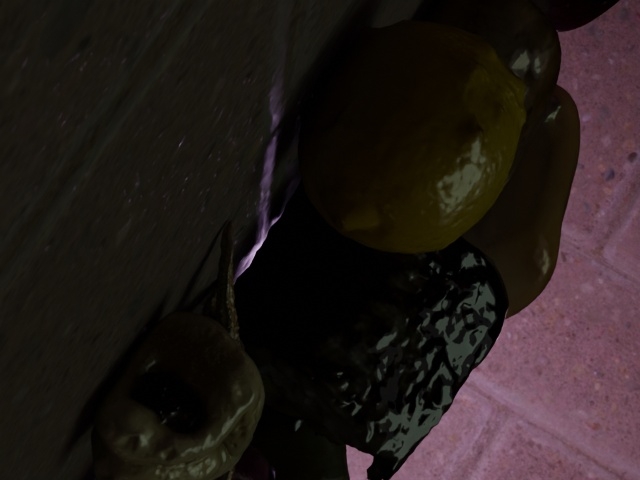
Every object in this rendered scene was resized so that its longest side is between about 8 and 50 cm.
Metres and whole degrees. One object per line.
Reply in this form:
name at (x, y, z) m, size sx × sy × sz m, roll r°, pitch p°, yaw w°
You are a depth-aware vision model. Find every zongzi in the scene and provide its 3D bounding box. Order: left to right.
zongzi at (-0.142, 0.252, 2.067) m, size 0.174 × 0.393 × 0.356 m, roll 18°, pitch 67°, yaw -59°

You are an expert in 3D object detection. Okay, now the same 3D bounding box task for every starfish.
starfish at (-0.104, 0.115, 1.612) m, size 0.231 × 0.048 × 0.295 m, roll -115°, pitch -157°, yaw -77°

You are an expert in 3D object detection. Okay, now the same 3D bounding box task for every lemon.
lemon at (0.095, -0.108, 1.588) m, size 0.288 × 0.233 × 0.233 m, roll -51°, pitch 171°, yaw -37°

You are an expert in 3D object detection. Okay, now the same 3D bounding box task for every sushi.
sushi at (0.040, 0.095, 1.833) m, size 0.294 × 0.299 × 0.281 m, roll -54°, pitch -172°, yaw -13°

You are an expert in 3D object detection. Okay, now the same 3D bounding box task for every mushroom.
mushroom at (0.158, -0.128, 2.067) m, size 0.397 × 0.224 × 0.313 m, roll -56°, pitch 176°, yaw -20°

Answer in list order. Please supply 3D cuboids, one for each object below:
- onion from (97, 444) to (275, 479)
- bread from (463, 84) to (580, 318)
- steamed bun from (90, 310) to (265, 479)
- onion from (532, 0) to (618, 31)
onion at (-0.189, 0.302, 1.750) m, size 0.267 × 0.159 × 0.348 m, roll -49°, pitch -166°, yaw 6°
bread at (0.236, -0.055, 2.374) m, size 0.253 × 0.348 × 0.376 m, roll 59°, pitch 35°, yaw -41°
steamed bun at (-0.155, 0.174, 1.459) m, size 0.155 × 0.141 × 0.172 m, roll -34°, pitch 156°, yaw -44°
onion at (0.403, -0.449, 2.176) m, size 0.347 × 0.285 × 0.347 m, roll -45°, pitch 153°, yaw -30°
